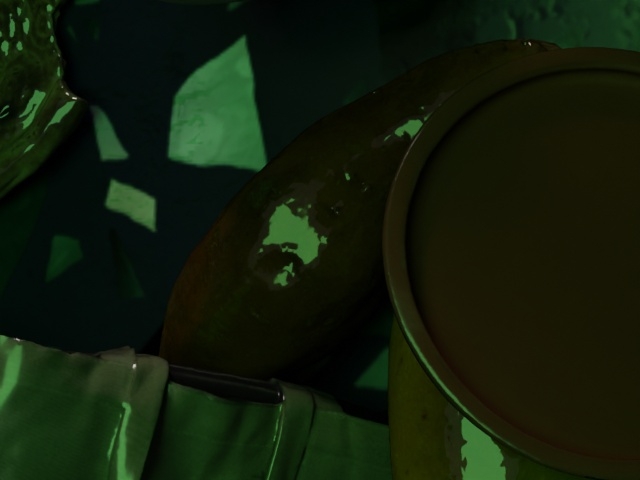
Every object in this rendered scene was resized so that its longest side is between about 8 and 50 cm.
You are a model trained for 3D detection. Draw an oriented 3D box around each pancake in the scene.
[{"bbox_3d":[-0.242,-0.136,1.301,0.212,0.029,0.235,-12,79,26],"label":"pancake"}]

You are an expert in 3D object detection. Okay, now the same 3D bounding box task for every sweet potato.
[{"bbox_3d":[-0.004,0.003,1.126,0.112,0.112,0.359,44,104,23],"label":"sweet potato"}]

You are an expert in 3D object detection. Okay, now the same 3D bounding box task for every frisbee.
[{"bbox_3d":[0.156,0.010,1.022,0.251,0.021,0.250,2,67,-4],"label":"frisbee"}]

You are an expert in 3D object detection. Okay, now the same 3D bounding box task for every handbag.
[{"bbox_3d":[-0.097,0.190,1.081,0.109,0.316,0.253,-164,90,-69],"label":"handbag"}]

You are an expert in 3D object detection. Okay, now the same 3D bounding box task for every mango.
[{"bbox_3d":[0.106,0.087,1.059,0.138,0.113,0.253,-3,79,5],"label":"mango"}]

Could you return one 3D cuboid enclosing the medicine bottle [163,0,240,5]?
[{"bbox_3d":[-0.071,-0.321,1.135,0.202,0.202,0.315,-27,75,22],"label":"medicine bottle"}]
